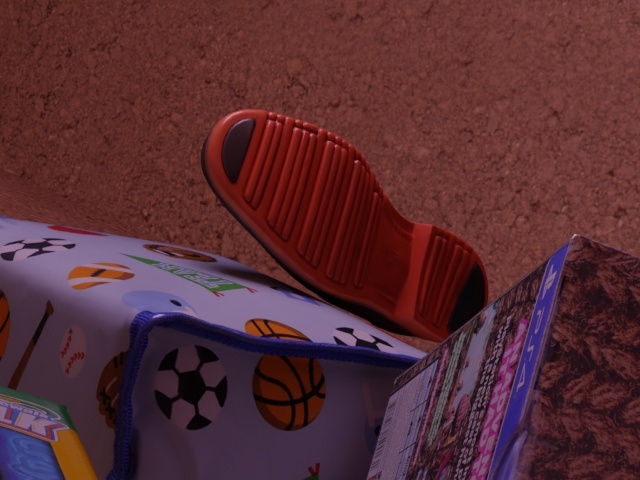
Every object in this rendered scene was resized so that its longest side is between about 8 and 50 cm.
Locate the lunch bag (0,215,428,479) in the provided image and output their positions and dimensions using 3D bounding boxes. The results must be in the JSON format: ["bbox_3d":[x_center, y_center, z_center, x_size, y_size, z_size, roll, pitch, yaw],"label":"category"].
[{"bbox_3d":[-0.057,0.133,1.085,0.385,0.239,0.328,8,9,-39],"label":"lunch bag"}]

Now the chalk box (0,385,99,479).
[{"bbox_3d":[-0.197,0.140,0.622,0.179,0.180,0.289,19,5,-18],"label":"chalk box"}]

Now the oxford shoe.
[{"bbox_3d":[0.000,0.000,1.083,0.098,0.097,0.271,0,-28,43],"label":"oxford shoe"}]

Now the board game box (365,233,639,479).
[{"bbox_3d":[0.106,0.164,0.775,0.141,0.232,0.291,20,-20,-7],"label":"board game box"}]
